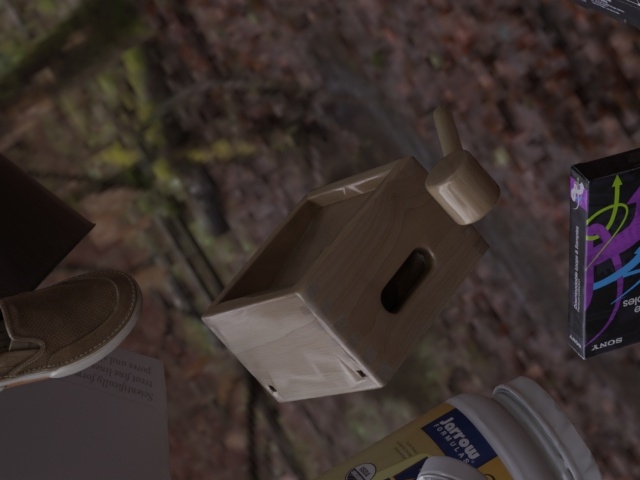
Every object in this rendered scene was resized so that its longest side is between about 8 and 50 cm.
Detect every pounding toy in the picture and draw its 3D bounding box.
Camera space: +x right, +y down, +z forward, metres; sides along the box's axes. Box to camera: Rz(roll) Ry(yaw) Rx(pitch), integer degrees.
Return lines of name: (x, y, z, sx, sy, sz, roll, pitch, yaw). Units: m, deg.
pounding toy: (0.054, 0.006, 1.052, 0.094, 0.181, 0.206, 49, 150, -15)

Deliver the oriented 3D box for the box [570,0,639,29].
box: (0.159, -0.230, 0.945, 0.242, 0.076, 0.307, 57, 171, -33)

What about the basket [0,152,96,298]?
basket: (-0.307, -0.027, 1.243, 0.227, 0.154, 0.204, 44, -153, -5)

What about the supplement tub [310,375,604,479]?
supplement tub: (0.137, 0.307, 1.830, 0.228, 0.316, 0.228, 57, 168, 19)

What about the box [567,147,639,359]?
box: (0.240, 0.004, 1.238, 0.029, 0.116, 0.162, -125, 25, -50)

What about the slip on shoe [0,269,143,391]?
slip on shoe: (-0.159, 0.047, 0.885, 0.041, 0.135, 0.051, 83, 164, -55)

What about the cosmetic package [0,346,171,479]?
cosmetic package: (-0.202, 0.156, 1.022, 0.151, 0.184, 0.151, 21, -132, -39)

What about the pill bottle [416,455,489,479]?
pill bottle: (0.094, 0.261, 1.452, 0.078, 0.137, 0.078, 21, 151, 13)
